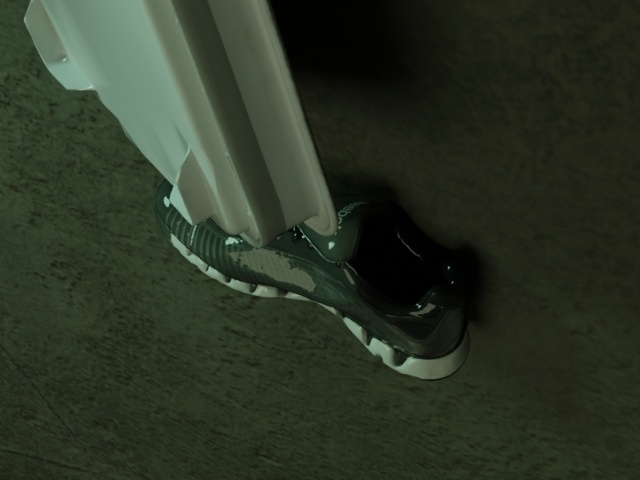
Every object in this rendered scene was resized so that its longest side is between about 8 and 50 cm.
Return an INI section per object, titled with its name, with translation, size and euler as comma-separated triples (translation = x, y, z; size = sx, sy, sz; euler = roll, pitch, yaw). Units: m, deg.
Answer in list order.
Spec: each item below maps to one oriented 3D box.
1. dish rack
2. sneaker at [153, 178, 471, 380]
[dish rack]
translation = -0.118, -0.154, 0.805
size = 0.285, 0.072, 0.333
euler = 44, 162, 41
[sneaker]
translation = 0.000, 0.000, 1.000
size = 0.234, 0.078, 0.106
euler = 28, 147, 9
